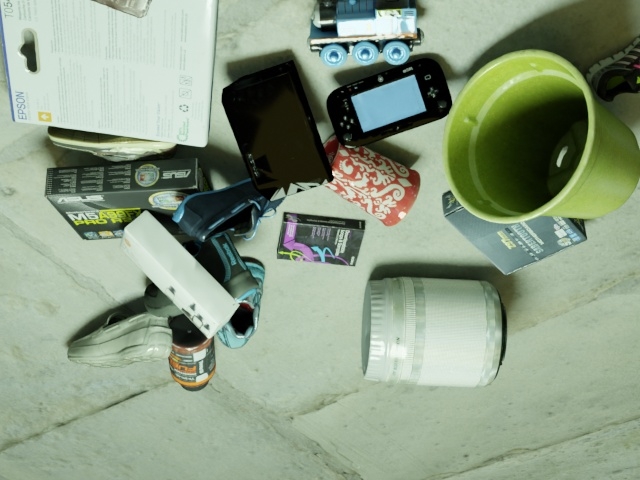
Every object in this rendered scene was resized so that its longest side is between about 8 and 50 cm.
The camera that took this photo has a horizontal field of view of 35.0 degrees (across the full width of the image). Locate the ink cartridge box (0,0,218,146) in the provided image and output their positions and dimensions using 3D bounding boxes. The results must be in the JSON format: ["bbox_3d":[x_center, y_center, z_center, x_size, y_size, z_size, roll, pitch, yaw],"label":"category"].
[{"bbox_3d":[-0.332,-0.303,1.611,0.330,0.071,0.324,8,139,-4],"label":"ink cartridge box"}]

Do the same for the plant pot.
[{"bbox_3d":[0.385,-0.144,1.651,0.254,0.276,0.276,12,143,-44],"label":"plant pot"}]

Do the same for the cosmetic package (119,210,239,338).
[{"bbox_3d":[-0.257,0.063,1.821,0.239,0.060,0.099,45,152,4],"label":"cosmetic package"}]

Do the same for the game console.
[{"bbox_3d":[0.032,-0.214,1.677,0.361,0.044,0.213,-19,109,6],"label":"game console"}]

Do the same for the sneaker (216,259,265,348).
[{"bbox_3d":[-0.179,0.161,2.108,0.104,0.125,0.262,6,139,-6],"label":"sneaker"}]

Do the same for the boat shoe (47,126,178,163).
[{"bbox_3d":[-0.357,-0.168,1.759,0.224,0.080,0.073,0,135,-7],"label":"boat shoe"}]

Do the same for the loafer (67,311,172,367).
[{"bbox_3d":[-0.434,0.213,2.193,0.319,0.111,0.112,-13,159,38],"label":"loafer"}]

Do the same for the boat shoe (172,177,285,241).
[{"bbox_3d":[-0.150,-0.041,1.800,0.258,0.089,0.109,-22,152,-44],"label":"boat shoe"}]

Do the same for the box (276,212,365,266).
[{"bbox_3d":[0.000,0.000,1.992,0.162,0.029,0.116,4,139,-7],"label":"box"}]

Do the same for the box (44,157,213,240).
[{"bbox_3d":[-0.333,-0.071,1.838,0.270,0.060,0.216,-3,159,4],"label":"box"}]

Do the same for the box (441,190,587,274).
[{"bbox_3d":[0.367,-0.042,1.915,0.183,0.059,0.233,-26,133,29],"label":"box"}]

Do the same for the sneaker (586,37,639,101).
[{"bbox_3d":[0.510,-0.277,1.626,0.170,0.074,0.063,-29,132,30],"label":"sneaker"}]

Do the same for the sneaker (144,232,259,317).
[{"bbox_3d":[-0.248,0.064,1.994,0.341,0.125,0.139,-15,100,49],"label":"sneaker"}]

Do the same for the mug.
[{"bbox_3d":[0.068,-0.101,1.814,0.169,0.113,0.150,27,131,-23],"label":"mug"}]

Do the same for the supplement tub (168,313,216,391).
[{"bbox_3d":[-0.283,0.252,2.232,0.106,0.106,0.198,1,139,-1],"label":"supplement tub"}]

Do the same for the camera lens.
[{"bbox_3d":[0.229,0.185,2.061,0.274,0.219,0.219,3,140,-3],"label":"camera lens"}]

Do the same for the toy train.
[{"bbox_3d":[0.068,-0.331,1.570,0.184,0.080,0.105,-2,131,6],"label":"toy train"}]

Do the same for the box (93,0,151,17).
[{"bbox_3d":[-0.278,-0.440,1.342,0.167,0.203,0.168,16,137,-18],"label":"box"}]
